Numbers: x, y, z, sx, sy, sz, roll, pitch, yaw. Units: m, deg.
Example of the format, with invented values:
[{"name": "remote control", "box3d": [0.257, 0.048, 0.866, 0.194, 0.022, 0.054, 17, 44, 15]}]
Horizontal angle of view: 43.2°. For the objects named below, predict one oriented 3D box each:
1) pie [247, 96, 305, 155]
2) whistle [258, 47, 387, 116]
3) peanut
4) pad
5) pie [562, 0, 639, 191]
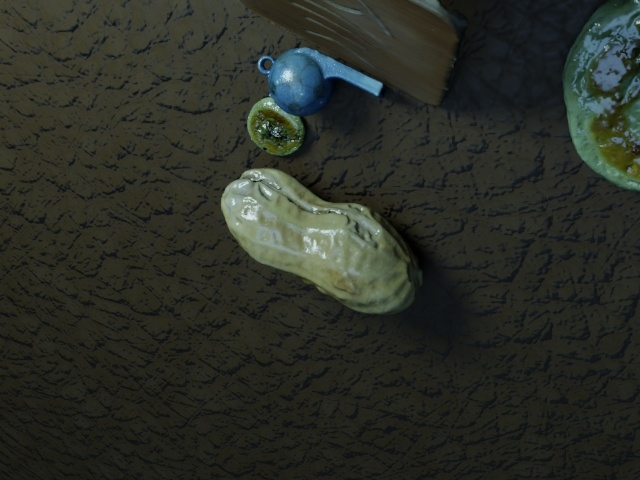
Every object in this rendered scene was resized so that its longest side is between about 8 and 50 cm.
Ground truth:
[{"name": "pie", "box3d": [-0.059, -0.147, 1.065, 0.084, 0.021, 0.084, 12, 123, 19]}, {"name": "whistle", "box3d": [-0.006, -0.184, 0.979, 0.157, 0.090, 0.090, 28, 127, 6]}, {"name": "peanut", "box3d": [0.000, 0.000, 1.062, 0.290, 0.130, 0.130, 25, 126, 9]}, {"name": "pad", "box3d": [0.014, -0.241, 0.848, 0.286, 0.284, 0.018, 28, 87, 6]}, {"name": "pie", "box3d": [0.367, -0.156, 0.844, 0.240, 0.054, 0.241, 10, 122, 17]}]
